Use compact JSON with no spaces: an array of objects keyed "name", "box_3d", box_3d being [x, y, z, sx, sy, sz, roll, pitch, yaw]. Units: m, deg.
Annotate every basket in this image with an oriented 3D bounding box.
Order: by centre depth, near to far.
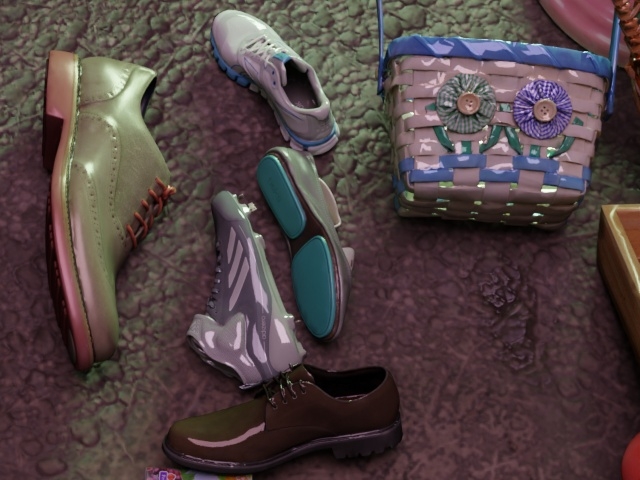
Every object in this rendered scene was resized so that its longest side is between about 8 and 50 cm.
[{"name":"basket","box_3d":[0.179,-0.165,1.984,0.254,0.201,0.289,2,71,-2]}]

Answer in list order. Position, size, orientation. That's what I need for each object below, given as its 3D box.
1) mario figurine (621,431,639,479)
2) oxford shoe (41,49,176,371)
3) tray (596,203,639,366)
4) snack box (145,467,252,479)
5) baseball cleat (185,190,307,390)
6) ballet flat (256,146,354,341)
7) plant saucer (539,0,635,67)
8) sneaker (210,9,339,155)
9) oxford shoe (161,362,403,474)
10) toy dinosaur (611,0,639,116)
[{"name":"mario figurine","box_3d":[0.426,0.258,1.847,0.320,0.170,0.198,23,28,-3]},{"name":"oxford shoe","box_3d":[-0.203,-0.038,1.938,0.130,0.123,0.348,0,63,-10]},{"name":"tray","box_3d":[0.396,0.096,1.825,0.202,0.076,0.411,-2,30,-5]},{"name":"snack box","box_3d":[-0.114,0.280,1.819,0.100,0.037,0.141,3,62,-4]},{"name":"baseball cleat","box_3d":[-0.090,0.047,1.928,0.109,0.072,0.206,-21,61,-7]},{"name":"ballet flat","box_3d":[0.000,0.000,1.964,0.068,0.072,0.213,0,60,-39]},{"name":"plant saucer","box_3d":[0.386,-0.333,2.156,0.332,0.084,0.332,1,62,-3]},{"name":"sneaker","box_3d":[-0.044,-0.179,2.045,0.071,0.083,0.191,-35,68,-18]},{"name":"oxford shoe","box_3d":[-0.038,0.155,1.849,0.227,0.096,0.083,-11,31,-12]},{"name":"toy dinosaur","box_3d":[0.370,-0.169,1.939,0.164,0.322,0.218,4,62,18]}]
